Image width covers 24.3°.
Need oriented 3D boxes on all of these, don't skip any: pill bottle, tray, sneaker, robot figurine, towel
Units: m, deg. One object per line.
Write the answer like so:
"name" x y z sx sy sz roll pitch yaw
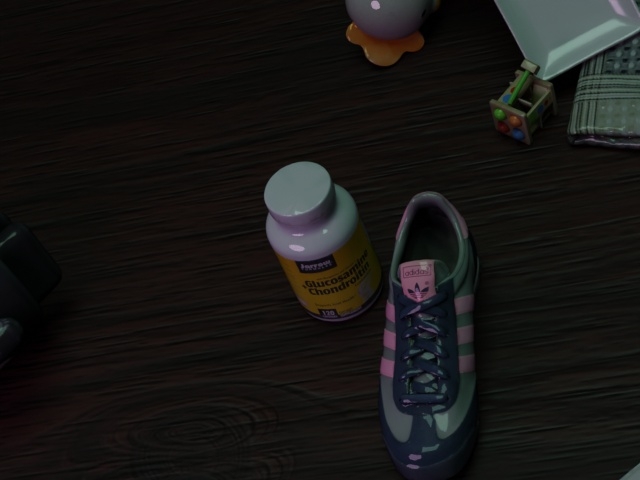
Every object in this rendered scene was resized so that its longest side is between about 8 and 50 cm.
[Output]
"pill bottle" 0.000 0.000 1.631 0.103 0.184 0.103 -10 51 13
"tray" 0.259 -0.336 1.759 0.145 0.030 0.270 -28 92 8
"sneaker" 0.106 0.093 1.556 0.112 0.131 0.319 -7 52 14
"robot figurine" -0.434 0.096 1.723 0.173 0.209 0.278 44 72 1
"towel" 0.465 -0.236 1.717 0.324 0.056 0.312 4 57 28

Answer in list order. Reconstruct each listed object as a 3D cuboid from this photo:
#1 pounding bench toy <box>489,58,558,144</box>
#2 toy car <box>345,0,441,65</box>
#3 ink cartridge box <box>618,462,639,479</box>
"pounding bench toy" 0.234 -0.164 1.744 0.052 0.083 0.065 29 66 34
"toy car" 0.114 -0.338 1.891 0.210 0.219 0.238 7 96 -5
"ink cartridge box" 0.307 0.319 1.240 0.168 0.232 0.171 -37 50 -13
